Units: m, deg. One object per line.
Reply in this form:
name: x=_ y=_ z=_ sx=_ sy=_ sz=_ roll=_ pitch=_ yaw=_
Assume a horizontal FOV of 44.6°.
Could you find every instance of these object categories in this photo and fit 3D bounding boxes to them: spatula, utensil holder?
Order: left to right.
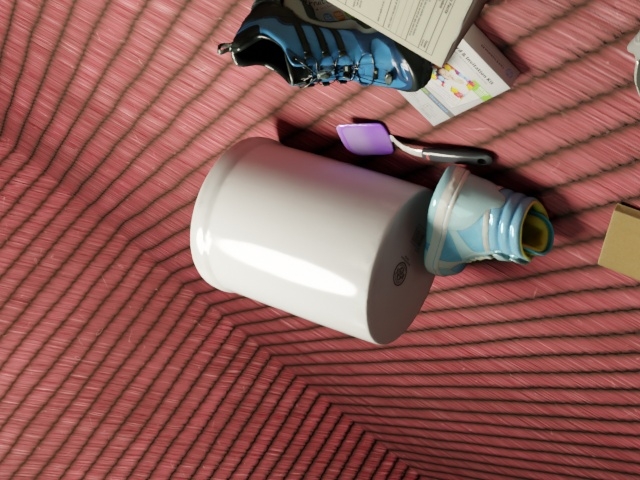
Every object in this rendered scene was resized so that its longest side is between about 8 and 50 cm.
utensil holder: x=0.000 y=0.000 z=1.507 sx=0.386 sy=0.327 sz=0.327 roll=19 pitch=152 yaw=29
spatula: x=0.163 y=-0.160 z=1.355 sx=0.297 sy=0.030 sz=0.084 roll=16 pitch=151 yaw=35

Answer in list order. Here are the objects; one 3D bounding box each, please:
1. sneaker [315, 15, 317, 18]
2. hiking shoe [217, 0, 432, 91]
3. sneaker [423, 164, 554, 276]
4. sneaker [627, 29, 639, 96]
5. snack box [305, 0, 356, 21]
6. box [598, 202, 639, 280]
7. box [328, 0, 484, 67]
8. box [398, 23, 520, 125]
sneaker: x=-0.040 y=-0.348 z=1.251 sx=0.118 sy=0.042 sz=0.067 roll=26 pitch=152 yaw=37
hiking shoe: x=0.011 y=-0.261 z=1.139 sx=0.304 sy=0.132 sz=0.113 roll=22 pitch=153 yaw=20
sneaker: x=0.299 y=0.006 z=1.382 sx=0.208 sy=0.127 sz=0.319 roll=22 pitch=160 yaw=17
sneaker: x=0.454 y=-0.175 z=0.905 sx=0.229 sy=0.086 sz=0.132 roll=45 pitch=161 yaw=2
snack box: x=0.031 y=-0.351 z=1.157 sx=0.100 sy=0.037 sz=0.141 roll=3 pitch=142 yaw=48
box: x=0.547 y=0.028 z=1.222 sx=0.201 sy=0.021 sz=0.164 roll=24 pitch=154 yaw=23
box: x=0.100 y=-0.351 z=0.959 sx=0.232 sy=0.126 sz=0.148 roll=32 pitch=156 yaw=5
box: x=0.180 y=-0.254 z=1.149 sx=0.145 sy=0.038 sz=0.186 roll=41 pitch=154 yaw=-16
